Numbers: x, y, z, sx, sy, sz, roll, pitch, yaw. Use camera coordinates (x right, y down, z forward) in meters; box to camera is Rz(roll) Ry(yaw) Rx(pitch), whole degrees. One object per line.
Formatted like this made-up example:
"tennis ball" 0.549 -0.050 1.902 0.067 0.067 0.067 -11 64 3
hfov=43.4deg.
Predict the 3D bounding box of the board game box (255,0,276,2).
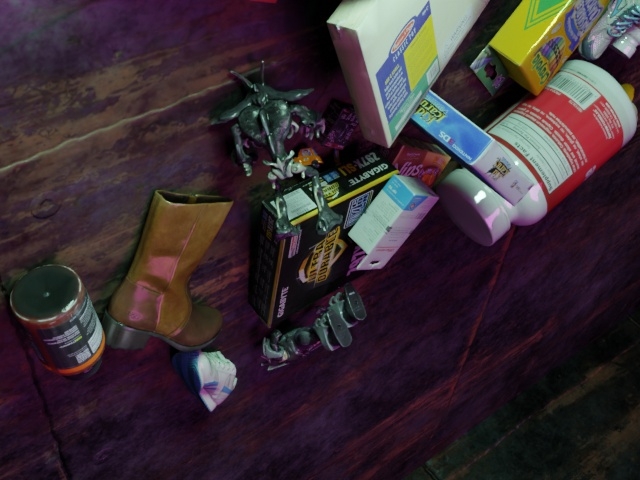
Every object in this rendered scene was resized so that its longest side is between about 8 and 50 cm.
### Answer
"board game box" -0.142 -0.370 0.976 0.281 0.027 0.145 -11 134 -44

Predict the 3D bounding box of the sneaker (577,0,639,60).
"sneaker" 0.644 -0.497 1.683 0.110 0.122 0.283 -10 135 -44

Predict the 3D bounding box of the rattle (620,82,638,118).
"rattle" 0.711 -0.372 1.969 0.199 0.130 0.143 34 88 -33

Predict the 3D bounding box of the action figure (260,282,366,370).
"action figure" -0.020 0.190 1.662 0.185 0.099 0.285 -35 -179 -40

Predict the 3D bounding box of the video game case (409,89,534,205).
"video game case" 0.225 -0.188 1.399 0.061 0.269 0.244 -51 149 10

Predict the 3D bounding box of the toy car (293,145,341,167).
"toy car" -0.010 -0.146 1.411 0.122 0.060 0.041 -14 95 -66

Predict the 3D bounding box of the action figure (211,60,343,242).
"action figure" -0.065 -0.140 1.236 0.164 0.141 0.276 -17 106 2

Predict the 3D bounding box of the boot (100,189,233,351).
"boot" -0.221 0.045 1.348 0.264 0.096 0.280 10 112 -46

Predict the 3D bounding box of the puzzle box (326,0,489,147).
"puzzle box" 0.163 -0.373 1.205 0.409 0.052 0.272 -56 153 -18

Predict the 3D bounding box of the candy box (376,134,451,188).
"candy box" 0.170 -0.146 1.595 0.186 0.053 0.109 3 125 -53

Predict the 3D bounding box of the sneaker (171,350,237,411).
"sneaker" -0.222 0.252 1.572 0.092 0.087 0.229 -43 157 -19

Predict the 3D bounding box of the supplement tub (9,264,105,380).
"supplement tub" -0.384 0.132 1.201 0.106 0.106 0.198 -31 147 -22

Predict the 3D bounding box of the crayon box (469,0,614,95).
"crayon box" 0.445 -0.415 1.556 0.323 0.083 0.203 -51 157 11

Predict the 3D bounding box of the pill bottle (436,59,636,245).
"pill bottle" 0.455 -0.181 1.725 0.407 0.229 0.229 -40 149 -9

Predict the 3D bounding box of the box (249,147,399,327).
"box" 0.000 0.000 1.506 0.257 0.079 0.322 -29 153 -29

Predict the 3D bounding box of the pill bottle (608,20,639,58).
"pill bottle" 0.719 -0.497 1.800 0.094 0.094 0.169 12 117 -55

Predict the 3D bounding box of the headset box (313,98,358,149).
"headset box" 0.028 -0.195 1.383 0.062 0.032 0.083 5 124 -52

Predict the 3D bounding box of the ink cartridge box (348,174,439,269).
"ink cartridge box" 0.123 -0.031 1.469 0.180 0.060 0.104 -53 154 21
